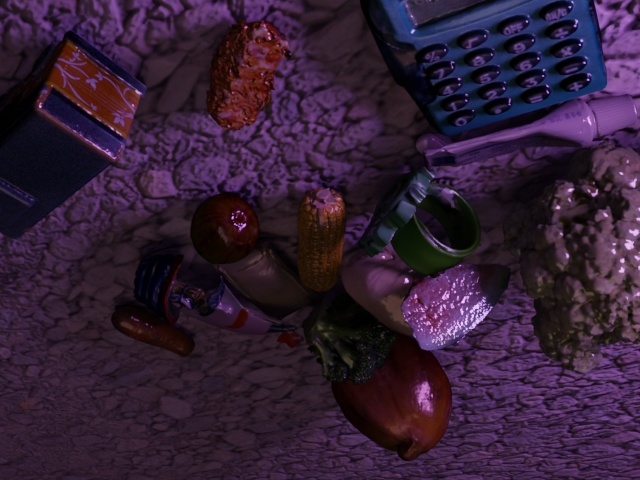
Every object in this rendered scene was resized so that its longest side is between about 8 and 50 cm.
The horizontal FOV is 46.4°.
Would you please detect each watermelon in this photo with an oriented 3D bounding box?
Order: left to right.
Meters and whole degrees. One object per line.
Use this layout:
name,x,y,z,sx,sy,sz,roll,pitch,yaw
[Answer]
watermelon,0.197,0.087,1.092,0.180,0.094,0.081,-21,-171,-20

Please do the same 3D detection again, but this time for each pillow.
pillow,-0.093,0.072,1.315,0.119,0.053,0.208,-18,137,24

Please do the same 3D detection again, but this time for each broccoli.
broccoli,0.048,0.161,1.318,0.156,0.195,0.195,25,136,-17

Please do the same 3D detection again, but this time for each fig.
fig,-0.164,-0.011,1.193,0.154,0.103,0.109,-29,94,47
fig,0.141,0.289,1.433,0.263,0.224,0.224,35,153,32

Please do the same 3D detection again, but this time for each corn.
corn,0.000,0.000,1.203,0.080,0.080,0.238,5,143,-1

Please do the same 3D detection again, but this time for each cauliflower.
cauliflower,0.390,0.025,1.084,0.260,0.327,0.281,16,-175,7

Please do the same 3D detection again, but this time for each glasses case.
glasses case,0.172,-0.126,1.080,0.083,0.021,0.032,31,135,-28

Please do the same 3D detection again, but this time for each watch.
watch,0.151,-0.010,1.109,0.152,0.165,0.131,36,136,-11

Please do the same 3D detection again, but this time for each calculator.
calculator,0.206,-0.244,0.908,0.248,0.058,0.274,-14,138,22

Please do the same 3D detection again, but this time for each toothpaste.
toothpaste,0.278,-0.141,1.005,0.282,0.068,0.099,-12,143,10

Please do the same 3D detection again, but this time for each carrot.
carrot,-0.324,0.179,1.463,0.186,0.060,0.060,32,133,-31

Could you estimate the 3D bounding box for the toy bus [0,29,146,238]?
toy bus,-0.379,-0.131,1.011,0.275,0.167,0.138,-28,131,34

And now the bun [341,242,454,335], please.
bun,0.135,0.056,1.200,0.193,0.178,0.128,29,117,-6

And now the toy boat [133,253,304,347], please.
toy boat,-0.199,0.122,1.355,0.318,0.072,0.219,32,144,-22

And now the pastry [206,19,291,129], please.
pastry,-0.101,-0.221,0.965,0.087,0.063,0.169,12,135,-23
